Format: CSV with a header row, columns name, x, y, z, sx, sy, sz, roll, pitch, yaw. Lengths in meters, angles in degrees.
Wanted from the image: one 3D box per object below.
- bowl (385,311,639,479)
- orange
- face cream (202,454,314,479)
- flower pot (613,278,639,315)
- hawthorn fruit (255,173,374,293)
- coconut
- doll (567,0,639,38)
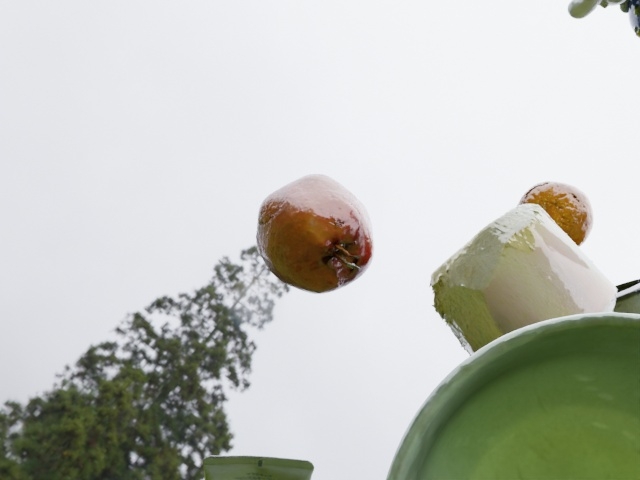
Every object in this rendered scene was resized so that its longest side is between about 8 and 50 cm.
name,x,y,z,sx,sy,sz,roll,pitch,yaw
bowl,0.190,0.212,0.435,0.307,0.307,0.163,26,-12,11
orange,0.592,-0.056,1.600,0.193,0.194,0.161,6,-16,30
face cream,-0.072,0.318,0.694,0.114,0.070,0.224,4,-65,-4
flower pot,0.777,0.290,1.606,0.293,0.293,0.330,-28,-100,46
hawthorn fruit,0.000,0.000,1.091,0.211,0.211,0.299,58,-5,-23
coconut,0.373,0.122,1.139,0.310,0.297,0.297,53,-39,14
doll,0.564,-0.441,1.038,0.243,0.159,0.311,51,1,20
